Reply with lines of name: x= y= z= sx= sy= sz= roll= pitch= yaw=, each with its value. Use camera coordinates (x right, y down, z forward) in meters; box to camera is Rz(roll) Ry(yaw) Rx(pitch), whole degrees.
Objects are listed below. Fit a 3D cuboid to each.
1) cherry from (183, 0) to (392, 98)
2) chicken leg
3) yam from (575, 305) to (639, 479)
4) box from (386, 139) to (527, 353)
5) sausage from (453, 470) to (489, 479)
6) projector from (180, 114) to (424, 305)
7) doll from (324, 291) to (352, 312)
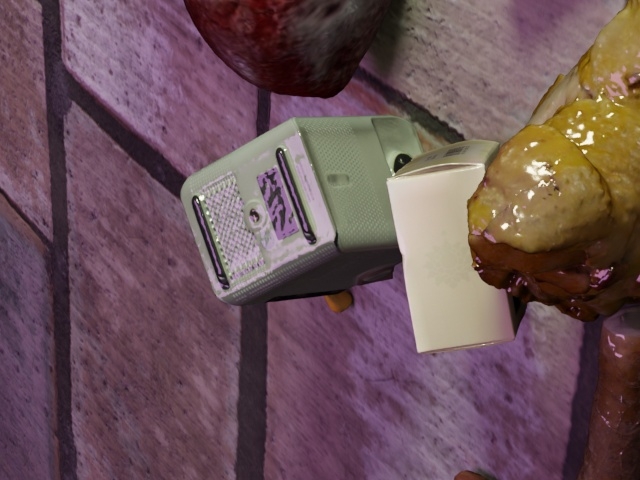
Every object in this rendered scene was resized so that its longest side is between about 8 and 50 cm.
cherry: x=-0.029 y=-0.268 z=1.825 sx=0.203 sy=0.230 sz=0.300 roll=29 pitch=145 yaw=36
chicken leg: x=0.232 y=-0.082 z=1.419 sx=0.182 sy=0.295 sz=0.409 roll=41 pitch=128 yaw=21
yam: x=0.272 y=0.191 z=1.659 sx=0.066 sy=0.066 sz=0.299 roll=43 pitch=137 yaw=46
box: x=0.131 y=0.001 z=1.684 sx=0.212 sy=0.095 sz=0.168 roll=-43 pitch=-59 yaw=-77
sausage: x=0.187 y=0.284 z=1.887 sx=0.158 sy=0.036 sz=0.042 roll=36 pitch=98 yaw=51
projector: x=0.003 y=-0.034 z=1.869 sx=0.177 sy=0.242 sz=0.163 roll=-26 pitch=77 yaw=35
doll: x=0.000 y=0.000 z=2.067 sx=0.102 sy=0.089 sz=0.179 roll=50 pitch=167 yaw=41
